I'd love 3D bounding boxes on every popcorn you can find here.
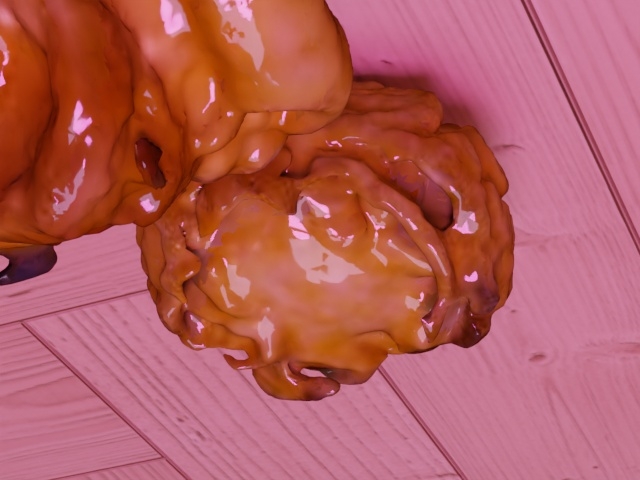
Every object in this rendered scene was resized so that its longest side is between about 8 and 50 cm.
[{"bbox_3d":[-0.155,-0.100,0.779,0.297,0.316,0.281,-8,119,-18],"label":"popcorn"},{"bbox_3d":[0.000,0.000,1.013,0.250,0.190,0.250,7,147,4],"label":"popcorn"}]
